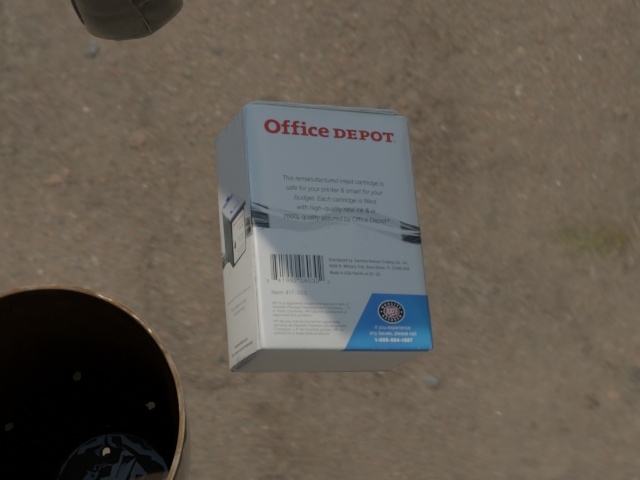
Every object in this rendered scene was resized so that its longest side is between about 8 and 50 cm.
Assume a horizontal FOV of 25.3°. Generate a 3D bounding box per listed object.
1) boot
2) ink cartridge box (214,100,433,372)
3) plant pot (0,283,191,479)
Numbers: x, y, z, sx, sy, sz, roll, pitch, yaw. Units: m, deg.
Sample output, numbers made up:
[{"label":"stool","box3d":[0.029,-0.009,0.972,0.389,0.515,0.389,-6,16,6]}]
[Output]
[{"label":"boot","box3d":[-0.160,-0.257,1.322,0.189,0.208,0.076,-7,69,9]},{"label":"ink cartridge box","box3d":[0.000,0.000,1.087,0.139,0.082,0.191,2,71,-22]},{"label":"plant pot","box3d":[-0.189,0.173,1.103,0.215,0.230,0.215,-2,68,5]}]
